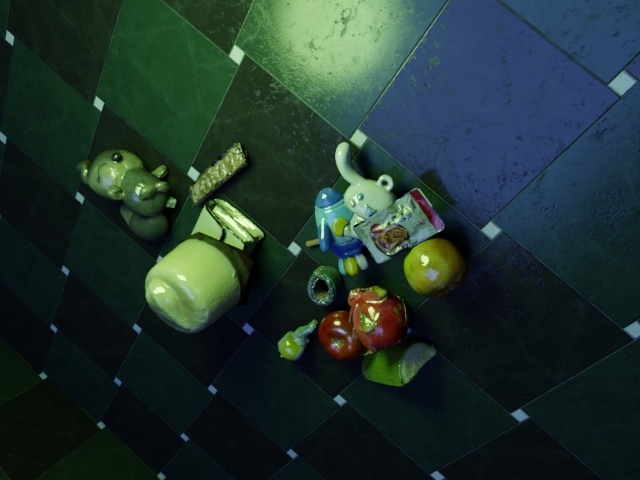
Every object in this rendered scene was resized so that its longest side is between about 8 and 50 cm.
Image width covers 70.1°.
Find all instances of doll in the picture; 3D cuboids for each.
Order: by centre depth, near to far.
[{"bbox_3d":[0.107,-0.068,1.468,0.365,0.187,0.376,-46,74,28],"label":"doll"},{"bbox_3d":[-0.783,-0.181,1.822,0.382,0.252,0.378,32,123,17],"label":"doll"}]

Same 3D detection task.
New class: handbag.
[{"bbox_3d":[-0.413,0.040,1.792,0.237,0.160,0.358,42,124,8],"label":"handbag"}]

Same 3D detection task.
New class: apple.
[{"bbox_3d":[0.353,0.077,1.416,0.196,0.196,0.196,11,117,22],"label":"apple"}]

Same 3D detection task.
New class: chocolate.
[{"bbox_3d":[-0.445,0.181,1.615,0.326,0.297,0.314,22,129,5],"label":"chocolate"},{"bbox_3d":[-0.381,-0.240,1.699,0.329,0.065,0.102,-33,64,34],"label":"chocolate"}]

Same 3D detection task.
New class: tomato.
[{"bbox_3d":[0.087,0.352,1.704,0.195,0.136,0.195,10,114,23],"label":"tomato"}]

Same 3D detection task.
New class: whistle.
[{"bbox_3d":[-0.084,0.405,1.836,0.123,0.123,0.223,45,109,1],"label":"whistle"}]

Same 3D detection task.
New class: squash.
[{"bbox_3d":[0.270,0.434,1.717,0.111,0.203,0.289,54,159,-6],"label":"squash"}]

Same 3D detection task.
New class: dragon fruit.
[{"bbox_3d":[0.198,0.264,1.565,0.224,0.224,0.227,-24,70,32],"label":"dragon fruit"}]

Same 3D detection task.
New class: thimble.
[{"bbox_3d":[0.018,0.168,1.680,0.118,0.090,0.135,15,116,16],"label":"thimble"}]

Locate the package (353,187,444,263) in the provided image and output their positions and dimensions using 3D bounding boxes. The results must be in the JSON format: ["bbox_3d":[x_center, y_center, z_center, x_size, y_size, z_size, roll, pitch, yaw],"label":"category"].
[{"bbox_3d":[0.232,-0.041,1.368,0.239,0.030,0.154,-32,103,18],"label":"package"}]

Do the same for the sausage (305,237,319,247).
[{"bbox_3d":[0.000,0.000,1.650,0.116,0.026,0.026,-17,104,31],"label":"sausage"}]
